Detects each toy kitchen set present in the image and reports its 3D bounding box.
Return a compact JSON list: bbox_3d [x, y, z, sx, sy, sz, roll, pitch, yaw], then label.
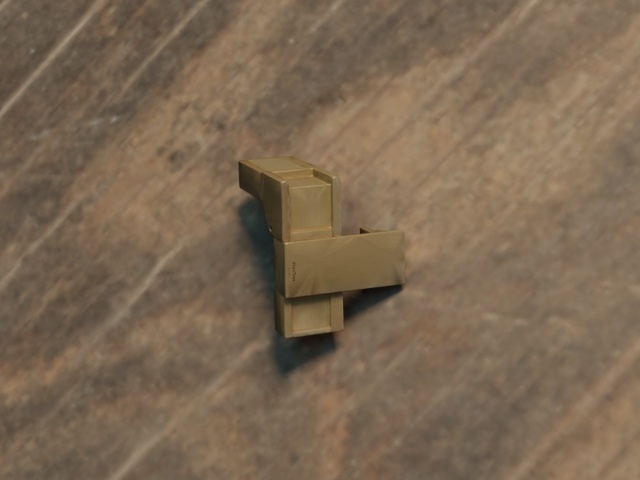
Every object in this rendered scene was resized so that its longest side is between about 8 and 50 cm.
[{"bbox_3d":[0.000,0.000,0.735,0.068,0.075,0.083,-6,104,-20],"label":"toy kitchen set"}]
